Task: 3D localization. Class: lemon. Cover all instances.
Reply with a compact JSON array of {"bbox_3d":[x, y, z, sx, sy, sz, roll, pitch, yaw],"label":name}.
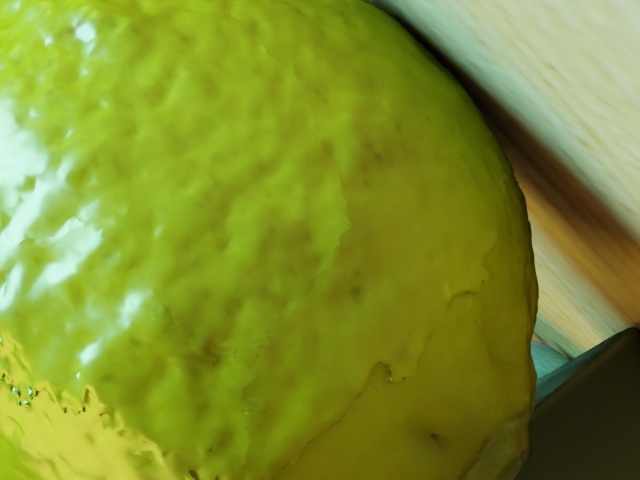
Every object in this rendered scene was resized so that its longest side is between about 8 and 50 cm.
[{"bbox_3d":[-0.034,0.005,0.481,0.193,0.181,0.180,29,-177,-13],"label":"lemon"}]

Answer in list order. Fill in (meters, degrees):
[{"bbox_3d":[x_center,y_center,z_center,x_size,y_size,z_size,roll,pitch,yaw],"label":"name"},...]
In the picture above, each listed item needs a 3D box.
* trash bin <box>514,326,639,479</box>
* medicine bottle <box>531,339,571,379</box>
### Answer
[{"bbox_3d":[0.111,0.182,0.594,0.250,0.219,0.220,53,157,5],"label":"trash bin"},{"bbox_3d":[0.110,0.132,0.848,0.133,0.133,0.274,46,180,-29],"label":"medicine bottle"}]
